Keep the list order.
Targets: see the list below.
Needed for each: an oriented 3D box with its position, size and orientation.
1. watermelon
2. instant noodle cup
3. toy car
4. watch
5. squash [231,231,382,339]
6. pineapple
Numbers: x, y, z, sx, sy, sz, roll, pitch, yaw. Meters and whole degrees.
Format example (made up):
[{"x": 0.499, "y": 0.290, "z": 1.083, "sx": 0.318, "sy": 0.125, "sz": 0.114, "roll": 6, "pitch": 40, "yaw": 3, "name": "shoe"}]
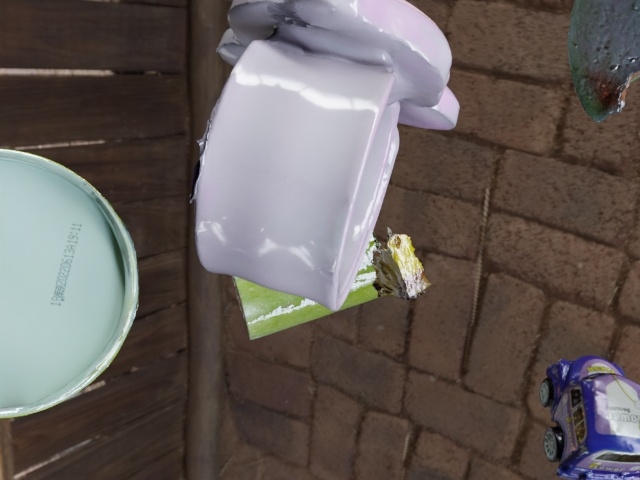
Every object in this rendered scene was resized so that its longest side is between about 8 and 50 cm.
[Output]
[{"x": 0.527, "y": -0.324, "z": 1.039, "sx": 0.214, "sy": 0.289, "sz": 0.320, "roll": -130, "pitch": 40, "yaw": -59, "name": "watermelon"}, {"x": -0.320, "y": 0.043, "z": 0.698, "sx": 0.221, "sy": 0.311, "sz": 0.311, "roll": -12, "pitch": 93, "yaw": 67, "name": "instant noodle cup"}, {"x": 0.508, "y": 0.312, "z": 1.283, "sx": 0.158, "sy": 0.172, "sz": 0.235, "roll": 102, "pitch": 172, "yaw": -54, "name": "toy car"}, {"x": -0.012, "y": -0.068, "z": 0.542, "sx": 0.211, "sy": 0.248, "sz": 0.217, "roll": 17, "pitch": 87, "yaw": 6, "name": "watch"}, {"x": -0.034, "y": 0.074, "z": 1.809, "sx": 0.263, "sy": 0.384, "sz": 0.263, "roll": 164, "pitch": 90, "yaw": -82, "name": "squash"}, {"x": 0.129, "y": 0.050, "z": 1.154, "sx": 0.116, "sy": 0.069, "sz": 0.137, "roll": 47, "pitch": 159, "yaw": 35, "name": "pineapple"}]
